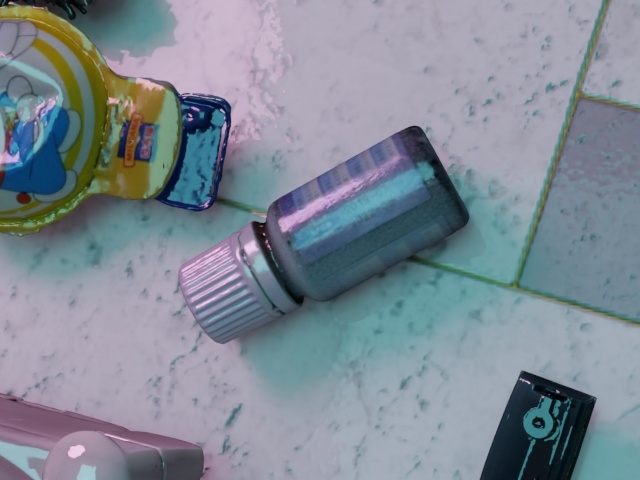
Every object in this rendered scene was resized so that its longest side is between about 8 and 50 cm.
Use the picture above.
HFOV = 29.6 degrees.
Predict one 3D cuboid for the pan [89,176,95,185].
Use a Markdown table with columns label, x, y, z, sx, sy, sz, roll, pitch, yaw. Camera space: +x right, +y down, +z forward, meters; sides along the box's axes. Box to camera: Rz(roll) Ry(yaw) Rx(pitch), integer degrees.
| label | x | y | z | sx | sy | sz | roll | pitch | yaw |
| --- | --- | --- | --- | --- | --- | --- | --- | --- | --- |
| pan | -0.162 | -0.081 | 0.957 | 0.115 | 0.023 | 0.068 | -21 | 71 | 13 |

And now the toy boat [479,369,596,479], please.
| label | x | y | z | sx | sy | sz | roll | pitch | yaw |
| --- | --- | --- | --- | --- | --- | --- | --- | --- | --- |
| toy boat | 0.132 | 0.160 | 0.795 | 0.055 | 0.060 | 0.141 | 19 | 89 | 20 |

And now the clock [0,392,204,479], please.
| label | x | y | z | sx | sy | sz | roll | pitch | yaw |
| --- | --- | --- | --- | --- | --- | --- | --- | --- | --- |
| clock | -0.259 | 0.263 | 0.820 | 0.342 | 0.184 | 0.325 | 10 | 83 | 23 |

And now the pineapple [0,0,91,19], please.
| label | x | y | z | sx | sy | sz | roll | pitch | yaw |
| --- | --- | --- | --- | --- | --- | --- | --- | --- | --- |
| pineapple | -0.292 | -0.233 | 0.974 | 0.279 | 0.158 | 0.157 | 0 | 76 | 6 |

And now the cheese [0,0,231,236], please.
| label | x | y | z | sx | sy | sz | roll | pitch | yaw |
| --- | --- | --- | --- | --- | --- | --- | --- | --- | --- |
| cheese | -0.201 | -0.087 | 0.918 | 0.270 | 0.069 | 0.177 | 10 | 90 | 9 |

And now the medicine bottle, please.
| label | x | y | z | sx | sy | sz | roll | pitch | yaw |
| --- | --- | --- | --- | --- | --- | --- | --- | --- | --- |
| medicine bottle | 0.000 | 0.000 | 0.858 | 0.203 | 0.083 | 0.083 | -29 | 70 | 6 |
